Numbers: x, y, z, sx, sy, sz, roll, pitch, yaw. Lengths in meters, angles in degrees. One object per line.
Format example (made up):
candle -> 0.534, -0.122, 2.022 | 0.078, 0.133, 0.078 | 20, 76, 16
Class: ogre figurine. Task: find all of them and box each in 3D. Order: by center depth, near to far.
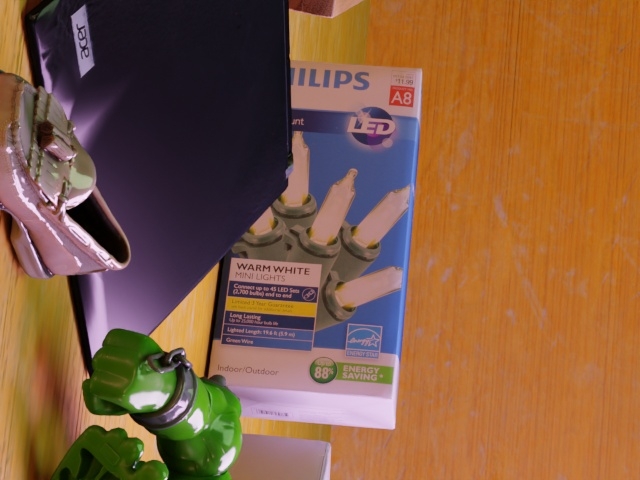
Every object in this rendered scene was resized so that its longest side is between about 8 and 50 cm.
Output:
ogre figurine -> -0.074, 0.132, 0.753 | 0.118, 0.096, 0.197 | -16, 96, -67

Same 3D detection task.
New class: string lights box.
string lights box -> 0.000, 0.000, 1.270 | 0.077, 0.133, 0.260 | 83, 12, -67

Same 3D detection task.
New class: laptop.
laptop -> -0.086, -0.116, 0.808 | 0.234, 0.136, 0.264 | 91, -20, -50

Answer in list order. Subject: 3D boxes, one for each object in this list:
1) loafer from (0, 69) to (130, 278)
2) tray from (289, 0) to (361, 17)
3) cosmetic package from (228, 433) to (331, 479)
loafer -> -0.094, -0.022, 0.617 | 0.125, 0.039, 0.045 | 86, 10, -65
tray -> 0.043, -0.279, 1.116 | 0.411, 0.076, 0.203 | -44, 145, -67
cosmetic package -> -0.057, 0.363, 1.155 | 0.284, 0.097, 0.377 | -81, 174, -63
